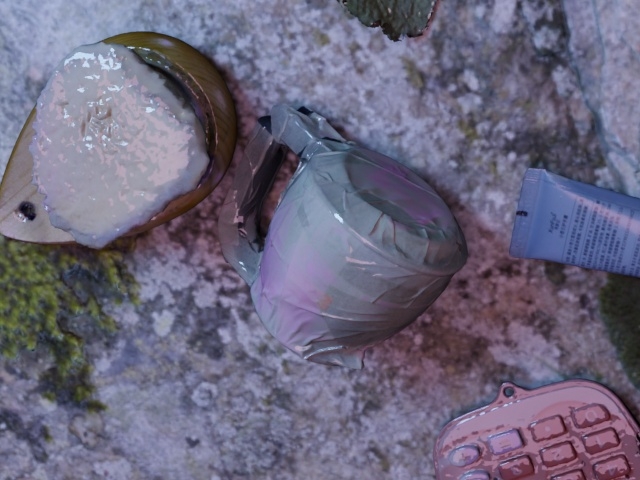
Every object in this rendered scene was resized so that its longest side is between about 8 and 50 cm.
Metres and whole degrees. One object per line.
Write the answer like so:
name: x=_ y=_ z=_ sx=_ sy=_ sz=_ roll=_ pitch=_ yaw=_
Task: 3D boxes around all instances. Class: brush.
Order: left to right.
brush: x=-0.205 y=-0.067 z=1.164 sx=0.267 sy=0.166 sz=0.174 roll=-36 pitch=97 yaw=20

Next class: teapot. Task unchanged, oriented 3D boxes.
teapot: x=-0.002 y=0.006 z=1.149 sx=0.222 sy=0.163 sz=0.178 roll=35 pitch=116 yaw=-1

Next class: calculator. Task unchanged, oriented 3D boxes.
calculator: x=0.240 y=0.281 z=1.247 sx=0.220 sy=0.048 sz=0.329 roll=-20 pitch=99 yaw=16

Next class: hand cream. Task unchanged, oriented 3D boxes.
hand cream: x=0.308 y=0.002 z=1.149 sx=0.272 sy=0.058 sz=0.091 roll=12 pitch=119 yaw=10

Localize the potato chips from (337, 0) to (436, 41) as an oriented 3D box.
potato chips: x=0.079 y=-0.295 z=1.102 sx=0.167 sy=0.059 sz=0.228 roll=34 pitch=104 yaw=-7
